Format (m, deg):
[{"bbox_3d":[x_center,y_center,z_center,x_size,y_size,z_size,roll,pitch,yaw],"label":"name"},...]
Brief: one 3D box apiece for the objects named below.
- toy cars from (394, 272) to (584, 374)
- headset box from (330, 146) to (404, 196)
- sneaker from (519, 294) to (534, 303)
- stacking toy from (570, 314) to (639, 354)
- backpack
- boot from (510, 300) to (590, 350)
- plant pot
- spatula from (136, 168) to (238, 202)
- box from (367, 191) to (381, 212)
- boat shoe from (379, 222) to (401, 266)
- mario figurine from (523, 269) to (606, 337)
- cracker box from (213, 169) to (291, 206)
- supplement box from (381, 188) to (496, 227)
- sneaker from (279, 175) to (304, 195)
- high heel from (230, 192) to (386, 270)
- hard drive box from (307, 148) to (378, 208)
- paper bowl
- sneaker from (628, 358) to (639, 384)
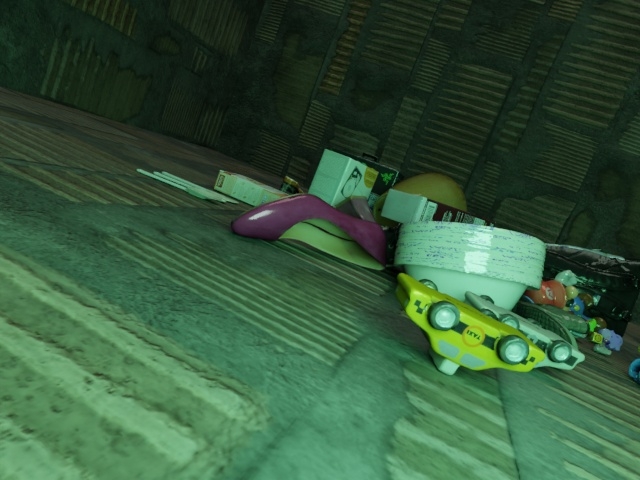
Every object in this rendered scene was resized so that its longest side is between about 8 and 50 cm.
[{"bbox_3d":[0.241,0.142,0.599,0.394,0.087,0.176,17,15,-45],"label":"toy cars"},{"bbox_3d":[0.122,-0.156,1.411,0.247,0.282,0.131,25,9,16],"label":"headset box"},{"bbox_3d":[0.515,0.169,1.091,0.082,0.069,0.209,22,8,-24],"label":"sneaker"},{"bbox_3d":[0.651,0.217,0.985,0.222,0.052,0.167,21,-14,2],"label":"stacking toy"},{"bbox_3d":[0.864,0.151,1.452,0.356,0.289,0.273,16,0,11],"label":"backpack"},{"bbox_3d":[0.475,0.169,0.835,0.162,0.083,0.246,4,10,-7],"label":"boot"},{"bbox_3d":[0.271,-0.088,1.229,0.237,0.236,0.255,28,22,34],"label":"plant pot"},{"bbox_3d":[-0.355,-0.149,1.111,0.242,0.019,0.168,23,10,8],"label":"spatula"},{"bbox_3d":[0.120,-0.070,1.261,0.054,0.168,0.059,17,11,-30],"label":"box"},{"bbox_3d":[0.221,0.012,1.049,0.341,0.113,0.127,22,52,1],"label":"boat shoe"},{"bbox_3d":[0.731,0.183,1.201,0.321,0.169,0.198,18,12,-31],"label":"mario figurine"},{"bbox_3d":[-0.196,-0.147,1.310,0.233,0.067,0.156,23,9,11],"label":"cracker box"},{"bbox_3d":[0.282,-0.052,0.987,0.240,0.073,0.130,14,8,-29],"label":"supplement box"},{"bbox_3d":[-0.125,-0.195,1.732,0.084,0.083,0.215,30,-7,19],"label":"sneaker"},{"bbox_3d":[0.000,0.000,0.879,0.378,0.181,0.127,-10,-16,-36],"label":"high heel"},{"bbox_3d":[0.047,-0.113,1.144,0.089,0.231,0.181,28,12,30],"label":"hard drive box"},{"bbox_3d":[0.292,0.059,0.842,0.285,0.147,0.284,10,-4,1],"label":"paper bowl"},{"bbox_3d":[0.753,0.285,0.887,0.240,0.091,0.126,11,13,-44],"label":"sneaker"}]
